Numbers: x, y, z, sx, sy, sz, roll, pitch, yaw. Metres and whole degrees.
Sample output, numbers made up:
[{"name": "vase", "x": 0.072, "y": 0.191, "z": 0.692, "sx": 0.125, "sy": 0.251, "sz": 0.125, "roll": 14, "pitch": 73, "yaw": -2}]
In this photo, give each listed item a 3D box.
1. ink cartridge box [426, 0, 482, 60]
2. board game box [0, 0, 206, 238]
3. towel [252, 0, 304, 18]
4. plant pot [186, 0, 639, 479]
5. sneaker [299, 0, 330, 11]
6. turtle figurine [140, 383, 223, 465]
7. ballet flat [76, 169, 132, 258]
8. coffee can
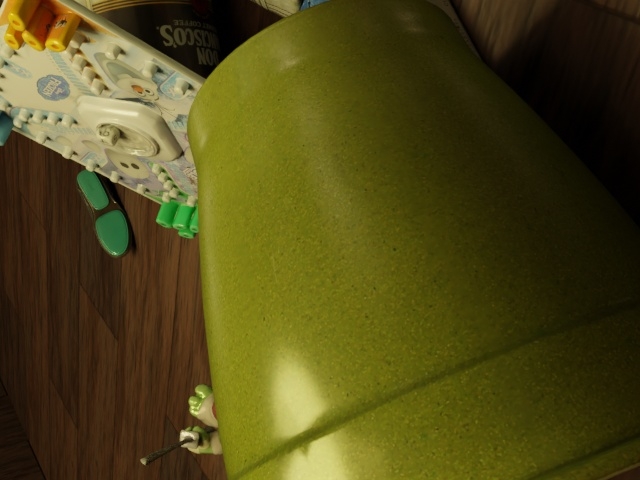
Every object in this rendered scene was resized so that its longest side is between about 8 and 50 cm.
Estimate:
[{"name": "ink cartridge box", "x": 0.053, "y": -0.181, "z": 0.781, "sx": 0.224, "sy": 0.045, "sz": 0.223, "roll": -46, "pitch": 62, "yaw": 51}, {"name": "board game box", "x": -0.250, "y": -0.131, "z": 0.968, "sx": 0.390, "sy": 0.390, "sz": 0.050, "roll": -18, "pitch": 49, "yaw": 55}, {"name": "towel", "x": -0.150, "y": -0.355, "z": 0.752, "sx": 0.312, "sy": 0.056, "sz": 0.324, "roll": 32, "pitch": 173, "yaw": 7}, {"name": "plant pot", "x": 0.063, "y": 0.025, "z": 0.564, "sx": 0.366, "sy": 0.367, "sz": 0.352, "roll": -48, "pitch": 57, "yaw": 50}, {"name": "sneaker", "x": -0.005, "y": -0.248, "z": 0.730, "sx": 0.152, "sy": 0.085, "sz": 0.058, "roll": -32, "pitch": 70, "yaw": 53}, {"name": "turtle figurine", "x": -0.113, "y": 0.172, "z": 0.975, "sx": 0.266, "sy": 0.275, "sz": 0.197, "roll": 163, "pitch": 110, "yaw": -65}, {"name": "ballet flat", "x": -0.428, "y": -0.050, "z": 1.507, "sx": 0.203, "sy": 0.074, "sz": 0.074, "roll": 62, "pitch": 143, "yaw": 13}, {"name": "coffee can", "x": -0.248, "y": -0.320, "z": 1.036, "sx": 0.202, "sy": 0.202, "sz": 0.275, "roll": -6, "pitch": 95, "yaw": 56}]
